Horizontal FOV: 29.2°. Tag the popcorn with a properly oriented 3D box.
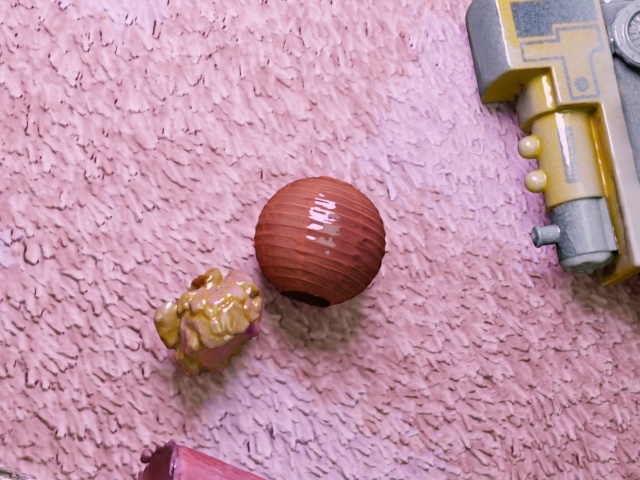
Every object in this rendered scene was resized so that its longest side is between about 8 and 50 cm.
[{"bbox_3d":[-0.104,0.076,1.205,0.109,0.097,0.089,-37,85,-14],"label":"popcorn"}]

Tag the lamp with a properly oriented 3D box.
[{"bbox_3d":[0.000,0.000,1.240,0.136,0.136,0.136,5,74,-17],"label":"lamp"}]

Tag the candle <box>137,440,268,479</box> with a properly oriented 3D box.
[{"bbox_3d":[-0.128,0.309,1.069,0.131,0.287,0.317,22,113,-14],"label":"candle"}]

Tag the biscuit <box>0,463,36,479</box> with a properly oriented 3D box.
[{"bbox_3d":[-0.286,0.331,1.091,0.147,0.046,0.250,19,63,-12],"label":"biscuit"}]

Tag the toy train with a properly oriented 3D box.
[{"bbox_3d":[0.307,-0.111,1.372,0.237,0.150,0.368,-7,77,-11],"label":"toy train"}]
